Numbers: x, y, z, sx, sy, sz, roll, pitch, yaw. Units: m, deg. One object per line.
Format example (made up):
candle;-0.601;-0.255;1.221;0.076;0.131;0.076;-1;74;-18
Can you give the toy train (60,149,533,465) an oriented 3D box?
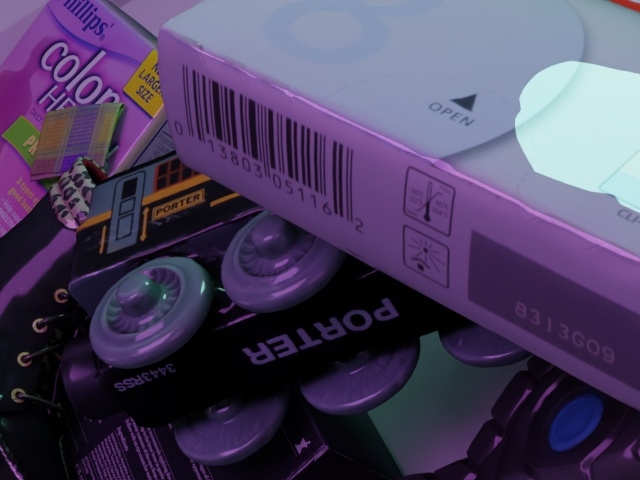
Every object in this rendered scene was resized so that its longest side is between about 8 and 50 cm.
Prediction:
toy train;0.000;0.000;0.835;0.334;0.142;0.190;-21;41;17

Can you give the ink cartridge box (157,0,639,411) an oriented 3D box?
ink cartridge box;0.160;-0.105;0.726;0.308;0.091;0.385;28;51;31

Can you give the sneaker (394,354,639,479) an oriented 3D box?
sneaker;0.136;0.142;0.732;0.341;0.140;0.125;-39;18;32

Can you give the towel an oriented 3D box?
towel;-0.182;-0.073;1.061;0.083;0.009;0.060;-6;63;36

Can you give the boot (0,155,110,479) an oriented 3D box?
boot;-0.177;0.065;0.954;0.178;0.085;0.236;-41;51;6

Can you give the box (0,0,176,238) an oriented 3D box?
box;-0.190;-0.053;1.145;0.243;0.117;0.213;-51;45;4

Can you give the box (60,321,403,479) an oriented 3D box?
box;-0.082;0.117;0.974;0.184;0.103;0.261;-44;46;14
